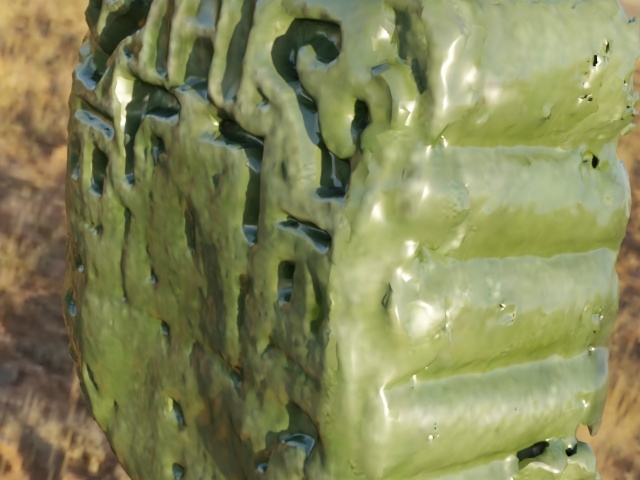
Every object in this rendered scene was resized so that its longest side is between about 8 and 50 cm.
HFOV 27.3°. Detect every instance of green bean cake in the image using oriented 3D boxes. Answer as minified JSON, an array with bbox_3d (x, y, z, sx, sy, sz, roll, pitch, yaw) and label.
[{"bbox_3d":[0.000,0.000,0.482,0.125,0.227,0.222,-10,25,-40],"label":"green bean cake"}]
